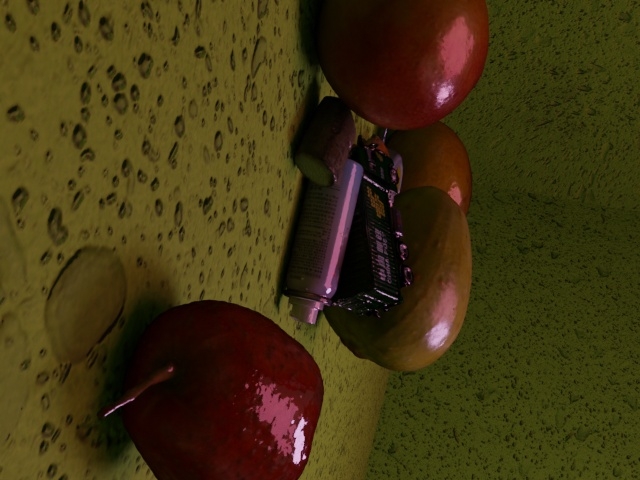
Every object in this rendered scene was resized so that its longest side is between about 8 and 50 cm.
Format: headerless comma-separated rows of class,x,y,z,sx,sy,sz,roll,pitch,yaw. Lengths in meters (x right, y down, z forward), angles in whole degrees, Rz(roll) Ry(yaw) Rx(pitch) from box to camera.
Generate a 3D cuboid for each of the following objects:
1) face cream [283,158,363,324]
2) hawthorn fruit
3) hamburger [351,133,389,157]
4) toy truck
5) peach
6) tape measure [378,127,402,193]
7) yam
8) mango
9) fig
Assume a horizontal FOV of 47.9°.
face cream,0.000,0.000,0.995,0.075,0.075,0.229,49,54,-76
hawthorn fruit,-0.088,0.113,0.552,0.203,0.163,0.162,56,43,-49
hamburger,0.087,-0.130,1.265,0.176,0.087,0.102,73,31,-63
toy truck,0.067,-0.021,1.080,0.121,0.088,0.259,25,52,-46
peach,0.102,-0.254,0.897,0.231,0.231,0.231,11,90,-79
tape measure,0.126,-0.187,1.398,0.164,0.084,0.330,-31,133,-78
yam,0.012,-0.130,0.937,0.069,0.070,0.146,89,18,-47
mango,0.233,-0.150,1.675,0.445,0.221,0.301,-79,169,-61
fig,0.142,0.058,1.249,0.326,0.258,0.258,-62,164,-17
